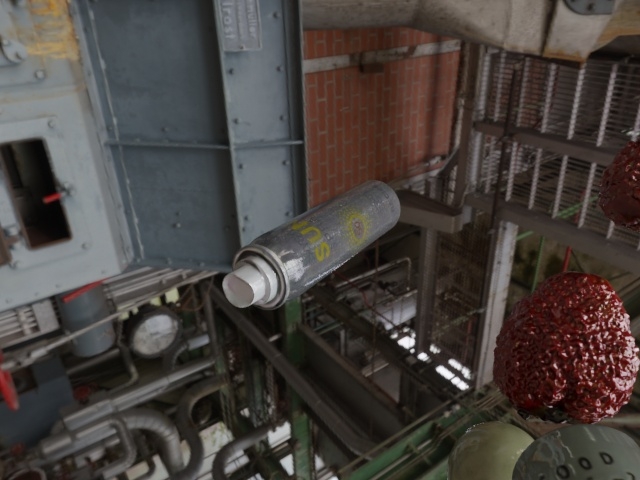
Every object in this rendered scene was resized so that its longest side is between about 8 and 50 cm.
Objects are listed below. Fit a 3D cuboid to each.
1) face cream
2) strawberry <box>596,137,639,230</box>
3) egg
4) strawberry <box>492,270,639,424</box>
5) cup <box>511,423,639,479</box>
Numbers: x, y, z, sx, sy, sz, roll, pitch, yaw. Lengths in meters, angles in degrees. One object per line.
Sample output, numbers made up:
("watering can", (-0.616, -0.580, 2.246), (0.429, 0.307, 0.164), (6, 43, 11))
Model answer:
("face cream", (0.000, 0.000, 0.570), (0.073, 0.283, 0.073), (14, -63, 30))
("strawberry", (0.685, -0.101, 1.058), (0.234, 0.178, 0.234), (30, -45, 36))
("egg", (0.341, 0.467, 0.992), (0.188, 0.188, 0.254), (40, -40, 41))
("strawberry", (0.480, 0.216, 1.014), (0.261, 0.261, 0.258), (31, -39, 47))
("cup", (0.398, 0.358, 0.620), (0.186, 0.258, 0.234), (52, 12, -17))
